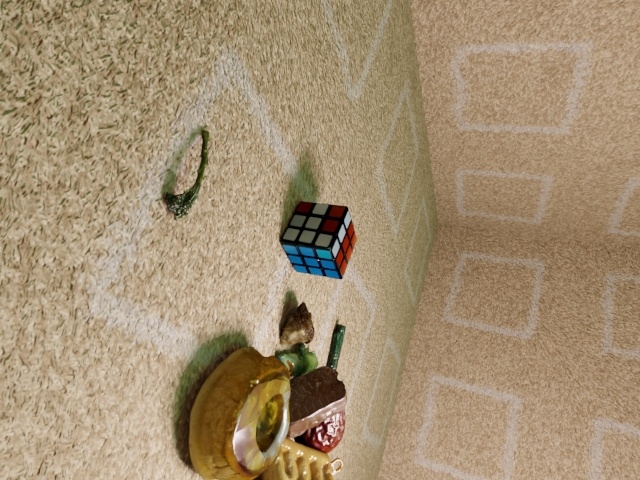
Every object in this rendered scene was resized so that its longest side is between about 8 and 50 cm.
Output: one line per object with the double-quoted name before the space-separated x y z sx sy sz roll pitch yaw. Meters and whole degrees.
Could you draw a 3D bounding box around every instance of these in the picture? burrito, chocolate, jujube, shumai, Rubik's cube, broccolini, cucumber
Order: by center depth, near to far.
"broccolini" -0.237 -0.127 0.833 0.054 0.052 0.194 61 43 -60
"Rubik's cube" 0.000 0.000 1.273 0.161 0.162 0.163 68 39 -51
"chocolate" -0.029 0.481 1.304 0.214 0.148 0.093 -18 127 -19
"shumai" -0.068 0.251 1.312 0.105 0.139 0.123 5 62 -37
"burrito" -0.070 0.378 1.390 0.288 0.054 0.104 27 72 -64
"jujube" -0.008 0.582 1.435 0.183 0.183 0.243 -10 107 -65
"cucumber" 0.053 0.456 1.703 0.044 0.043 0.257 28 73 -60

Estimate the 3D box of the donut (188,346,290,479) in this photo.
"donut" -0.170 0.421 1.045 0.330 0.159 0.330 4 90 -73

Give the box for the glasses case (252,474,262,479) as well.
"glasses case" -0.201 0.680 1.179 0.079 0.064 0.234 20 78 -66

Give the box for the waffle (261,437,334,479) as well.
"waffle" -0.048 0.707 1.194 0.348 0.077 0.304 48 20 -43

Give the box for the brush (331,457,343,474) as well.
"brush" -0.053 0.789 1.388 0.314 0.017 0.090 -19 94 -29
